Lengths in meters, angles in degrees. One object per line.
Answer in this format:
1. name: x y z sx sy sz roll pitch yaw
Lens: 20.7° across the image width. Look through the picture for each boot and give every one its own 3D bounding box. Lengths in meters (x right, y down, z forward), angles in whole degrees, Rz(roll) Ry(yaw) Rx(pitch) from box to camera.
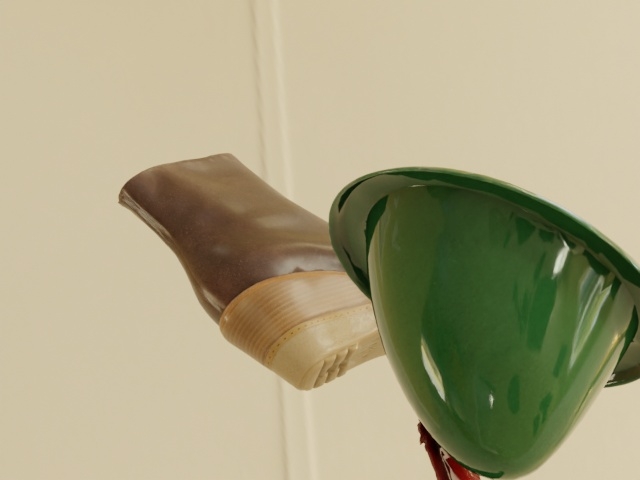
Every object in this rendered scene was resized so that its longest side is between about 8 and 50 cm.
1. boot: 0.000 0.000 1.275 0.248 0.090 0.207 -16 -126 -45

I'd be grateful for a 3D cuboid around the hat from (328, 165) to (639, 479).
1. hat: 0.065 0.096 0.831 0.208 0.173 0.183 32 -119 -10
